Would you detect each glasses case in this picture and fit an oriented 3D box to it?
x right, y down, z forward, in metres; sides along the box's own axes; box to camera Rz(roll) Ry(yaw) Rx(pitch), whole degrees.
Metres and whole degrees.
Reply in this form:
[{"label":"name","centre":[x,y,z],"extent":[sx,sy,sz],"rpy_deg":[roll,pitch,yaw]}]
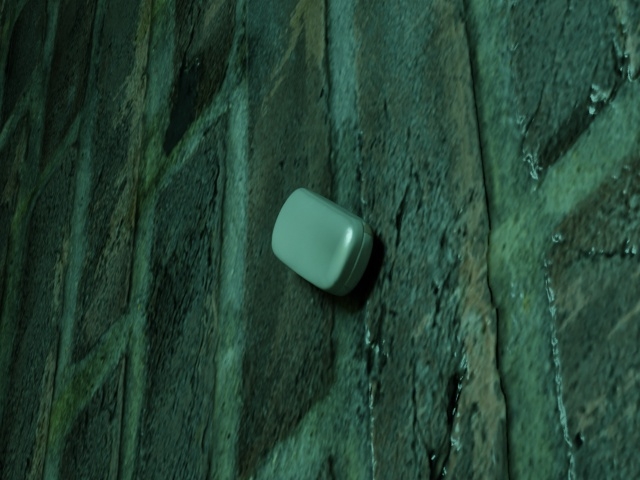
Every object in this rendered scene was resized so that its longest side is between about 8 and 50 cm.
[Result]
[{"label":"glasses case","centre":[0.000,0.000,1.445],"extent":[0.063,0.041,0.164],"rpy_deg":[-69,23,4]}]
